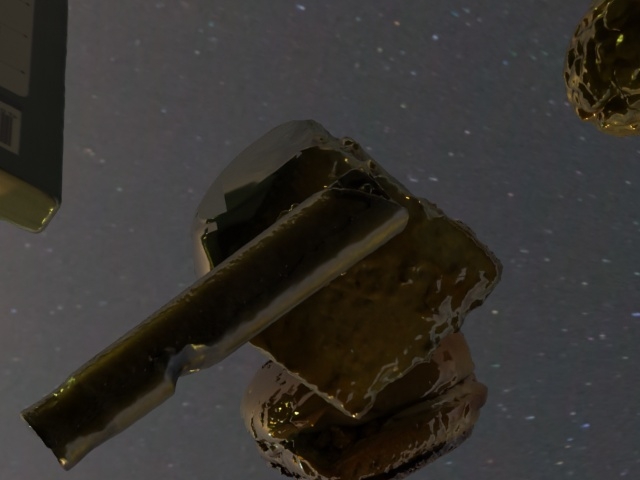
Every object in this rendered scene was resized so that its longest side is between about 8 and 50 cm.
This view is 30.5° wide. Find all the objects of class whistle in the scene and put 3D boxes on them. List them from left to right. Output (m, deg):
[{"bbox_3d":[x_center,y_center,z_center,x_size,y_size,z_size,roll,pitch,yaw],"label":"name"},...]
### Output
[{"bbox_3d":[-0.075,0.051,0.879,0.326,0.057,0.068,-37,-117,-16],"label":"whistle"}]

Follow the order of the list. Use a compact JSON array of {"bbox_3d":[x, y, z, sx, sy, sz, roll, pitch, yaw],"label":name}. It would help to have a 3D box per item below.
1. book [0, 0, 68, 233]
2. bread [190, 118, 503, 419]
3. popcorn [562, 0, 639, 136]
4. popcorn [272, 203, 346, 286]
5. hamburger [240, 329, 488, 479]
[{"bbox_3d":[-0.202,-0.128,0.511,0.027,0.202,0.264,-50,-148,26],"label":"book"},{"bbox_3d":[-0.005,-0.005,1.306,0.239,0.264,0.395,-48,-162,4],"label":"bread"},{"bbox_3d":[0.365,-0.226,1.309,0.200,0.226,0.203,-7,-124,22],"label":"popcorn"},{"bbox_3d":[-0.008,0.004,1.089,0.082,0.057,0.083,45,-114,0],"label":"popcorn"},{"bbox_3d":[0.050,0.202,1.511,0.304,0.284,0.174,-3,-68,64],"label":"hamburger"}]
